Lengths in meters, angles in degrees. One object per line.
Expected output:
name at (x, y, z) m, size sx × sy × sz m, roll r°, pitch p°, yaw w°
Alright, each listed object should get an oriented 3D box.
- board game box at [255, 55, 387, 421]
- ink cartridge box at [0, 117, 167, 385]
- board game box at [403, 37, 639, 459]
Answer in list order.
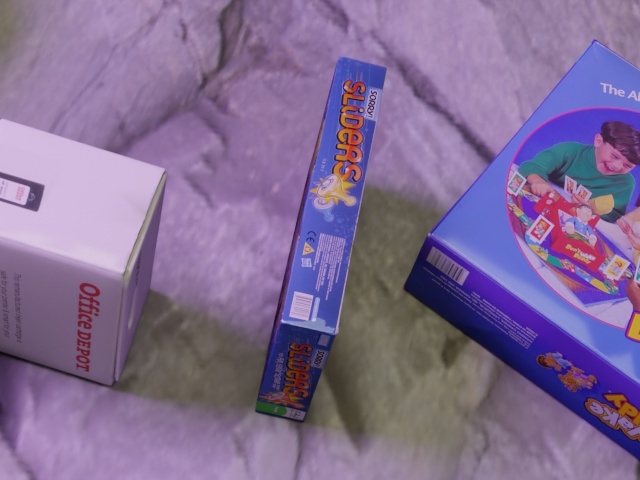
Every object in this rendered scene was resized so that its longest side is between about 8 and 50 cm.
board game box at (0.000, 0.000, 0.824) m, size 0.035 × 0.136 × 0.201 m, roll 13°, pitch 59°, yaw -3°
ink cartridge box at (-0.206, -0.003, 0.778) m, size 0.203 × 0.148 × 0.086 m, roll 17°, pitch 56°, yaw -2°
board game box at (0.268, 0.041, 0.886) m, size 0.347 × 0.078 × 0.233 m, roll 37°, pitch 60°, yaw 11°
